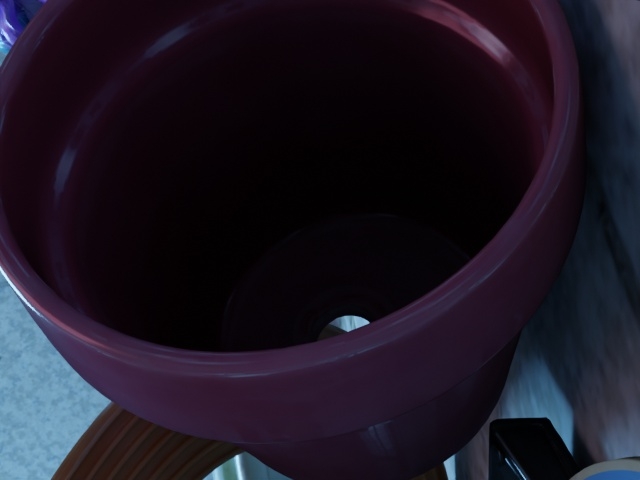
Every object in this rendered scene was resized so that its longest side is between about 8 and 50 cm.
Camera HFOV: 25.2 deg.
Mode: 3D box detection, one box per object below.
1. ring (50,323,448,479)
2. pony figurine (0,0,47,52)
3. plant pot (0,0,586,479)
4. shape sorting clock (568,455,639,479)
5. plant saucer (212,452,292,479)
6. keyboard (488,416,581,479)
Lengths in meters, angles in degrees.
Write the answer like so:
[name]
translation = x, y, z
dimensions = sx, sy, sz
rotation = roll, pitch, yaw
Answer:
[ring]
translation = -0.036, 0.202, 0.670
dimensions = 0.032, 0.336, 0.336
rotation = 3, 106, 37
[pony figurine]
translation = -0.129, -0.290, 0.847
dimensions = 0.351, 0.303, 0.363
rotation = 123, 160, -82
[plant pot]
translation = 0.000, 0.000, 0.534
dimensions = 0.180, 0.201, 0.201
rotation = 68, -174, -57
[shape sorting clock]
translation = 0.102, 0.165, 0.409
dimensions = 0.206, 0.040, 0.206
rotation = 177, 90, -76
[plant saucer]
translation = -0.032, 0.228, 1.239
dimensions = 0.400, 0.101, 0.400
rotation = 172, 90, -82
[keyboard]
translation = 0.093, 0.211, 0.628
dimensions = 0.201, 0.033, 0.317
rotation = -123, 25, -55
